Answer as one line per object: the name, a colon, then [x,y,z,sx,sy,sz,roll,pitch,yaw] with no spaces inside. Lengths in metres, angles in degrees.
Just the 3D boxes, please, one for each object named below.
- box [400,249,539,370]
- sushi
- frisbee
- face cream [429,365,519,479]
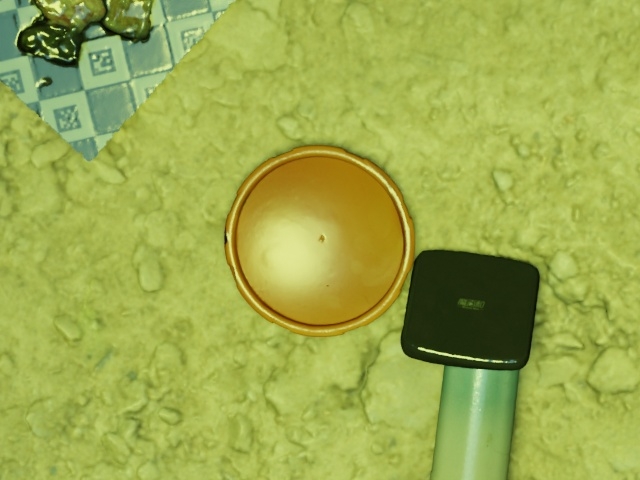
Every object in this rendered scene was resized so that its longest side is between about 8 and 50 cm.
box: [0.145,0.070,1.754,0.126,0.027,0.125,8,55,7]
sushi: [-0.240,-0.236,1.805,0.231,0.047,0.219,43,96,-2]
frisbee: [0.000,0.000,1.797,0.192,0.035,0.192,1,96,10]
face cream: [0.146,0.237,1.779,0.077,0.077,0.250,7,97,8]
